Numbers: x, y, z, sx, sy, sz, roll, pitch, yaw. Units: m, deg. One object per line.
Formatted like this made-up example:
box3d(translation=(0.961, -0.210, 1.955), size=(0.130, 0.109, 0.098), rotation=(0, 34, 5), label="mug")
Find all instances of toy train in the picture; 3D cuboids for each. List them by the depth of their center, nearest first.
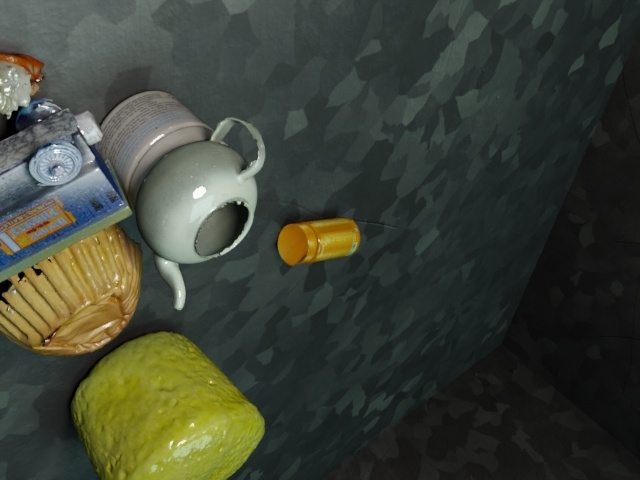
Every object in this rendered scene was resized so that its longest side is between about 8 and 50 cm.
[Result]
box3d(translation=(-0.420, -0.057, 1.111), size=(0.299, 0.131, 0.202), rotation=(-27, 145, -5), label="toy train")

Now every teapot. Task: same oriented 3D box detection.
box3d(translation=(-0.176, -0.050, 1.191), size=(0.294, 0.129, 0.193), rotation=(-56, 152, 17), label="teapot")

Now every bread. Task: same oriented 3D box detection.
box3d(translation=(-0.396, 0.090, 1.305), size=(0.274, 0.149, 0.274), rotation=(-35, 167, -9), label="bread")
box3d(translation=(-0.324, 0.380, 1.637), size=(0.348, 0.308, 0.348), rotation=(-36, 155, -19), label="bread")

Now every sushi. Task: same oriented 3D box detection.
box3d(translation=(-0.444, -0.196, 0.992), size=(0.226, 0.103, 0.097), rotation=(4, 123, -47), label="sushi")

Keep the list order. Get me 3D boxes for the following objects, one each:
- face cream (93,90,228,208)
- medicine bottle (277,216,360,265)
box3d(translation=(-0.251, -0.130, 1.284), size=(0.177, 0.153, 0.177), rotation=(-33, 149, -23), label="face cream")
box3d(translation=(0.000, 0.000, 1.840), size=(0.192, 0.096, 0.096), rotation=(-10, 133, -49), label="medicine bottle")
